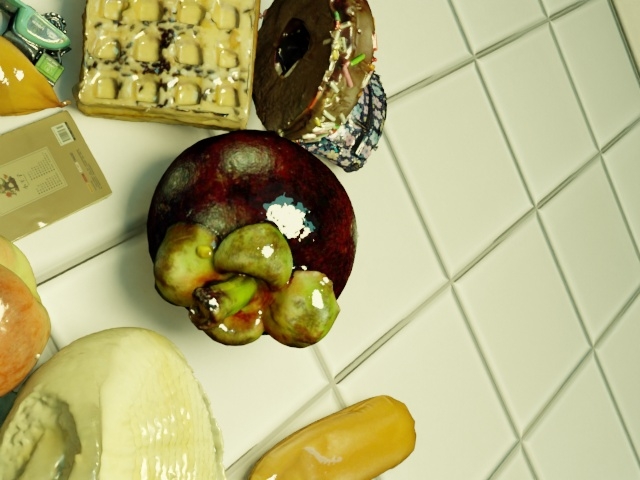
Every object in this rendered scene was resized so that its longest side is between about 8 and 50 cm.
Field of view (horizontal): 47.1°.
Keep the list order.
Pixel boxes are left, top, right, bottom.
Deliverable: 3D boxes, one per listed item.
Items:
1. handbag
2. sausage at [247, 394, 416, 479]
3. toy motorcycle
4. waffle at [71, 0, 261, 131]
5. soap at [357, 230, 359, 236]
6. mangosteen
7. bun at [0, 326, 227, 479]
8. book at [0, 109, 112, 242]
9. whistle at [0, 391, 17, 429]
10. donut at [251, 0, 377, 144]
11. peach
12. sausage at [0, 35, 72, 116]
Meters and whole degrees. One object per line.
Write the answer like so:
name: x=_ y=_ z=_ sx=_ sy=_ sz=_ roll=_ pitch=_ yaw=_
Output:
handbag: x=0.026 y=-0.244 z=1.336 sx=0.208 sy=0.127 sz=0.228 roll=28 pitch=63 yaw=-40
sausage: x=0.008 y=0.360 z=1.200 sx=0.354 sy=0.116 sz=0.134 roll=-14 pitch=104 yaw=-39
toy motorcycle: x=-0.424 y=-0.294 z=1.008 sx=0.173 sy=0.058 sz=0.100 roll=38 pitch=64 yaw=-31
waffle: x=-0.217 y=-0.354 z=1.076 sx=0.261 sy=0.114 sz=0.376 roll=6 pitch=84 yaw=-11
soap: x=0.000 y=0.000 z=1.307 sx=0.149 sy=0.056 sz=0.100 roll=-27 pitch=96 yaw=-41
mangosteen: x=-0.092 y=-0.001 z=1.058 sx=0.330 sy=0.330 sz=0.330 roll=10 pitch=74 yaw=-39
bun: x=-0.268 y=0.295 z=0.903 sx=0.364 sy=0.202 sz=0.364 roll=-10 pitch=90 yaw=-73
book: x=-0.399 y=-0.084 z=1.009 sx=0.199 sy=0.016 sz=0.138 roll=-34 pitch=104 yaw=-40
whistle: x=-0.445 y=0.315 z=0.854 sx=0.062 sy=0.062 sz=0.312 roll=36 pitch=59 yaw=-29
donut: x=-0.013 y=-0.275 z=1.095 sx=0.103 sy=0.270 sz=0.269 roll=7 pitch=76 yaw=-35
peach: x=-0.430 y=0.095 z=0.832 sx=0.232 sy=0.232 sz=0.232 roll=10 pitch=74 yaw=-39
sausage: x=-0.471 y=-0.236 z=0.923 sx=0.328 sy=0.112 sz=0.112 roll=29 pitch=63 yaw=-33
